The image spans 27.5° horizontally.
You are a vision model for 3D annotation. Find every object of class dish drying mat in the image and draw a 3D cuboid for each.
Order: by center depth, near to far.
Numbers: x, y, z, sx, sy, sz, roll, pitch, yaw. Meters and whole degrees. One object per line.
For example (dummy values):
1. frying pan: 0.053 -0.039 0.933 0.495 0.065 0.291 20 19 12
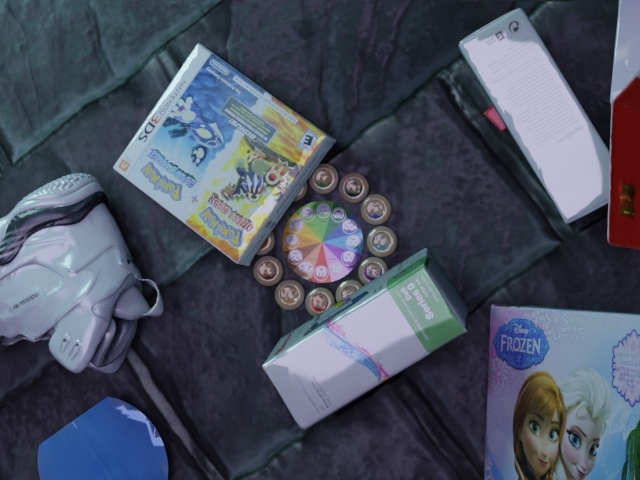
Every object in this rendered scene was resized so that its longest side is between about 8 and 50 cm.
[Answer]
1. dish drying mat: 0.229 -0.165 1.511 0.083 0.008 0.032 -45 81 8

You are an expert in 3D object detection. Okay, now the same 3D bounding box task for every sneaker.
1. sneaker: -0.363 0.103 1.564 0.366 0.137 0.210 -39 78 5

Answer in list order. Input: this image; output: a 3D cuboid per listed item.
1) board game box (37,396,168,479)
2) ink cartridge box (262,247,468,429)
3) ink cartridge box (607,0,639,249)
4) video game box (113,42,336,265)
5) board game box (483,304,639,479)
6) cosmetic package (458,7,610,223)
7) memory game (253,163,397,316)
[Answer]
1. board game box: -0.258 0.271 1.590 0.169 0.033 0.133 -36 86 14
2. ink cartridge box: 0.052 0.107 1.459 0.212 0.154 0.093 -34 92 10
3. ink cartridge box: 0.392 -0.176 1.319 0.091 0.308 0.385 3 88 34
4. video game box: -0.117 -0.103 1.559 0.205 0.048 0.187 36 98 16
5. board game box: 0.273 0.228 1.341 0.066 0.319 0.318 3 87 -23
6. cosmetic package: 0.247 -0.133 1.444 0.085 0.117 0.231 -30 84 10
7. memory game: 0.000 0.000 1.552 0.186 0.012 0.186 0 88 12
